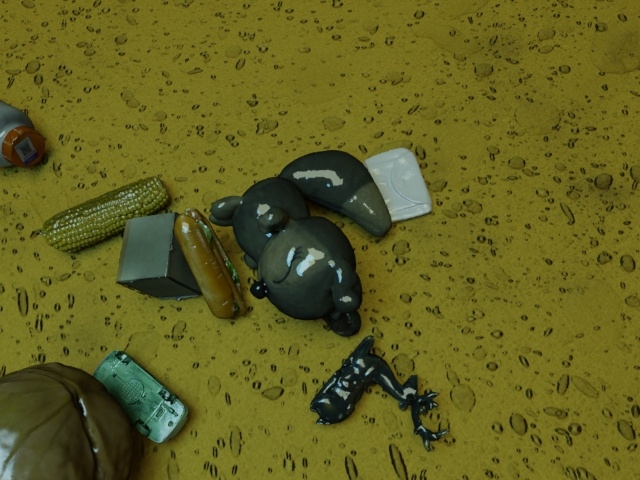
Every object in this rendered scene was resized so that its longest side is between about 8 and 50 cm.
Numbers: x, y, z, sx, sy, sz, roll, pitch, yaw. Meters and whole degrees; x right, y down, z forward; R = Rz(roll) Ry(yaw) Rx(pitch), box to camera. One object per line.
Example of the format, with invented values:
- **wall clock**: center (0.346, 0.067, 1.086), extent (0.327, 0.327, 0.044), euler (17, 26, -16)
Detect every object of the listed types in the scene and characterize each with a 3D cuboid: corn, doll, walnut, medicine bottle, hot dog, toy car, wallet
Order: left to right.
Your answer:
- **medicine bottle**: center (-0.828, -0.278, 1.286), extent (0.289, 0.157, 0.157), euler (26, 73, 15)
- **walnut**: center (-0.511, 0.404, 0.867), extent (0.308, 0.354, 0.397), euler (33, 90, 19)
- **corn**: center (-0.498, -0.055, 1.198), extent (0.311, 0.101, 0.101), euler (-22, 68, -5)
- **toy car**: center (-0.362, 0.312, 1.047), extent (0.224, 0.076, 0.090), euler (30, 75, 24)
- **hot dog**: center (-0.223, 0.048, 1.081), extent (0.068, 0.100, 0.249), euler (-17, 105, 19)
- **doll**: center (0.005, -0.015, 1.059), extent (0.379, 0.252, 0.382), euler (-41, 76, -11)
- **wallet**: center (0.178, -0.130, 1.199), extent (0.124, 0.032, 0.182), euler (-16, 69, 2)

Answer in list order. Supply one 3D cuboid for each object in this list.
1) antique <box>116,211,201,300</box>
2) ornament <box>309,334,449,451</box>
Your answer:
- **antique**: center (-0.339, 0.039, 1.111), extent (0.148, 0.146, 0.151), euler (-6, 67, 16)
- **ornament**: center (0.121, 0.326, 0.993), extent (0.236, 0.080, 0.202), euler (37, 72, 17)
